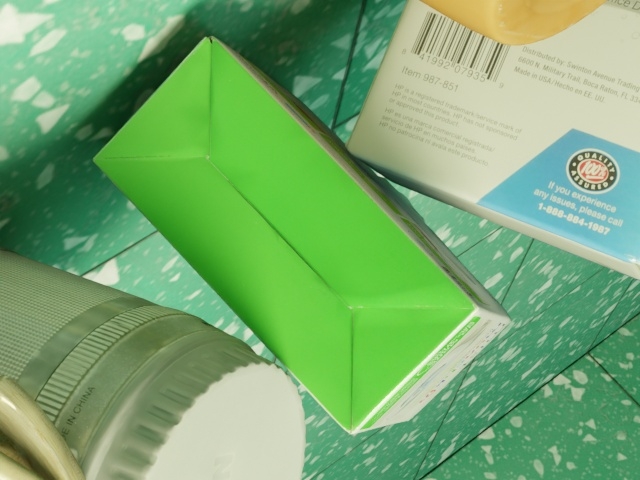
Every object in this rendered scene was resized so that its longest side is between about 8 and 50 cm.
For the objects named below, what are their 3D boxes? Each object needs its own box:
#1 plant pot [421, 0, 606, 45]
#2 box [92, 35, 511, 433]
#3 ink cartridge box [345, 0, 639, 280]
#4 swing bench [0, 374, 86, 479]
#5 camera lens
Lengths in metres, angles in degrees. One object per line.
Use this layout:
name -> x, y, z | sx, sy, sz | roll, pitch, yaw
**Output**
plant pot -> 0.105, -0.253, 0.840 | 0.291, 0.203, 0.291 | -35, 159, -16
box -> 0.000, 0.000, 1.037 | 0.127, 0.262, 0.231 | -45, 168, 5
ink cartridge box -> 0.188, -0.155, 1.021 | 0.307, 0.223, 0.129 | -67, 160, -1
swing bench -> -0.285, 0.166, 0.744 | 0.253, 0.165, 0.255 | -21, 157, 22
camera lens -> -0.176, 0.133, 0.944 | 0.219, 0.274, 0.219 | -36, 135, -48
